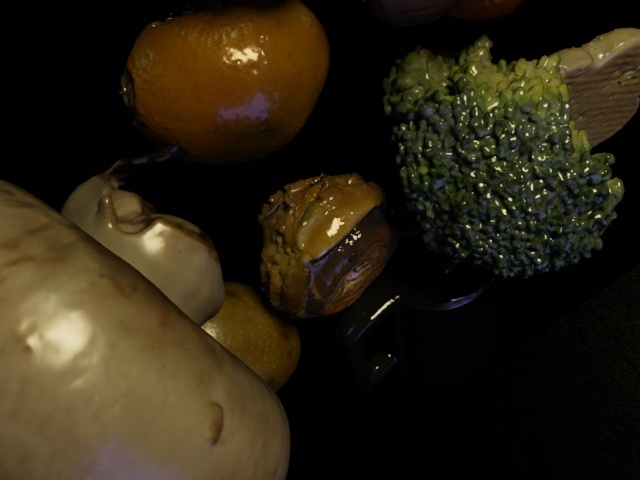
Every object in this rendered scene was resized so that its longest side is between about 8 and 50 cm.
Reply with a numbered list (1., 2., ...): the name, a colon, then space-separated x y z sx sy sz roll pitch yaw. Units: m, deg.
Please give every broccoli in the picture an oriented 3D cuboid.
1. broccoli: 0.172 -0.093 0.738 0.247 0.263 0.243 119 -5 -46

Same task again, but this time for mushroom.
1. mushroom: -0.171 0.071 0.518 0.295 0.362 0.362 -57 160 -18

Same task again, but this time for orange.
1. orange: -0.066 -0.119 0.546 0.160 0.112 0.170 -4 131 -44

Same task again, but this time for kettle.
1. kettle: 0.139 0.080 1.028 0.262 0.203 0.308 -17 152 2

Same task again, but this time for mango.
1. mango: -0.178 0.146 0.827 0.329 0.175 0.177 -17 106 -28

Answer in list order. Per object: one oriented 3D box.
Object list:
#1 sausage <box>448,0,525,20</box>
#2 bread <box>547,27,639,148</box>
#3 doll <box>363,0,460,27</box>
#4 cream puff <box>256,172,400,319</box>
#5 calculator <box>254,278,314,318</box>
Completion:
1. sausage: 0.167 -0.256 0.573 0.089 0.089 0.179 -2 140 -46
2. bread: 0.316 -0.162 0.942 0.316 0.054 0.316 -24 153 -13
3. doll: 0.059 -0.239 0.478 0.145 0.096 0.188 -56 141 -50
4. cream puff: 0.000 0.000 0.792 0.189 0.129 0.189 -41 157 -22
5. calculator: -0.017 0.067 0.998 0.210 0.039 0.121 1 137 -48
